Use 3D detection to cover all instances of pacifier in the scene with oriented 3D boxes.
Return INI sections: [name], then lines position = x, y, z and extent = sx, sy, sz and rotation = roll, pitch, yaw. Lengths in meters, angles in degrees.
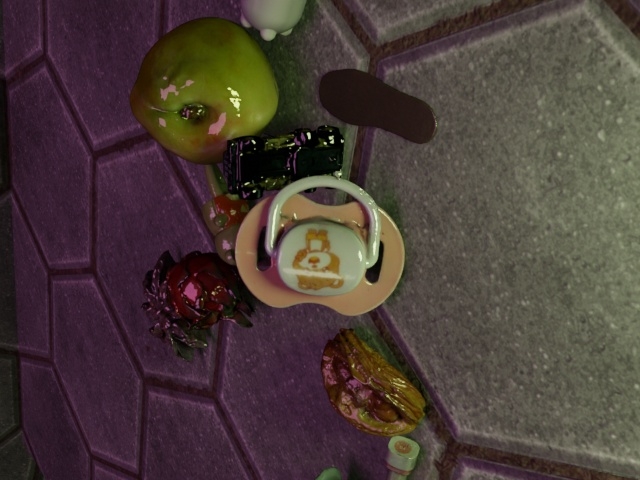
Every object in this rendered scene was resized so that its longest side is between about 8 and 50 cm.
[pacifier]
position = -0.001, 0.022, 1.484
extent = 0.273, 0.332, 0.220
rotation = 103, 173, -65

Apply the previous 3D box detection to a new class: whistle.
[whistle]
position = -0.221, -0.056, 1.828
extent = 0.106, 0.131, 0.288
rotation = -22, 80, 21

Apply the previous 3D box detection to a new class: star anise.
[star anise]
position = -0.423, 0.193, 2.149
extent = 0.332, 0.118, 0.331
rotation = 18, 117, 41

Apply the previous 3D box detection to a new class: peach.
[peach]
position = -0.241, -0.327, 1.610
extent = 0.314, 0.315, 0.281
rotation = 25, 131, 4

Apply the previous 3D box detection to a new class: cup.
[cup]
position = -0.107, -0.505, 1.533
extent = 0.173, 0.134, 0.142
rotation = 48, 136, 29

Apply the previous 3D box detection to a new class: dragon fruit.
[dragon fruit]
position = -0.279, 0.127, 1.897
extent = 0.274, 0.192, 0.193
rotation = 17, 107, 34

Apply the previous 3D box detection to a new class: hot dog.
[hot dog]
position = 0.094, 0.302, 1.552
extent = 0.259, 0.114, 0.175
rotation = 40, 130, 37

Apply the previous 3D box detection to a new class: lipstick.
[lipstick]
position = 0.160, 0.497, 1.584
extent = 0.063, 0.057, 0.186
rotation = 19, 125, 15

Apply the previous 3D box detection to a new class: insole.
[insole]
position = 0.103, -0.263, 1.453
extent = 0.328, 0.007, 0.111
rotation = 30, 124, 42

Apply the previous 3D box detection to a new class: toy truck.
[toy truck]
position = -0.079, -0.164, 1.506
extent = 0.127, 0.257, 0.127
rotation = 26, 121, 48

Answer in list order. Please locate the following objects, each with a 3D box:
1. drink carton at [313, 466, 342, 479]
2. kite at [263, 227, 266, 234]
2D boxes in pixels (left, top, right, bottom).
[drink carton]
position = 0.054, 0.632, 1.640
extent = 0.190, 0.185, 0.191
rotation = 22, 132, 38
[kite]
position = -0.078, 0.005, 1.752
extent = 0.183, 0.014, 0.241
rotation = 39, 127, 36
